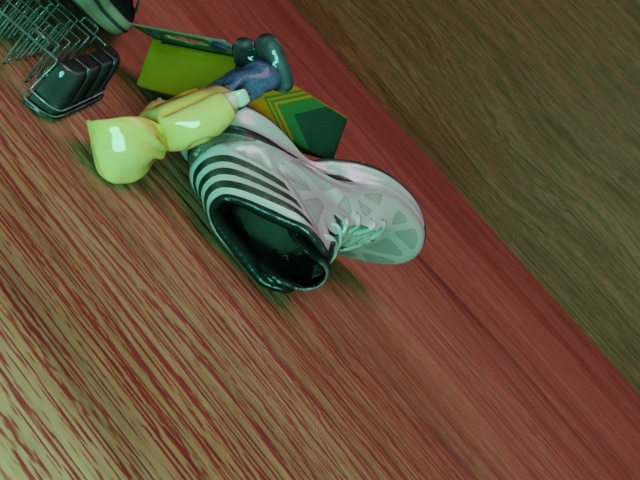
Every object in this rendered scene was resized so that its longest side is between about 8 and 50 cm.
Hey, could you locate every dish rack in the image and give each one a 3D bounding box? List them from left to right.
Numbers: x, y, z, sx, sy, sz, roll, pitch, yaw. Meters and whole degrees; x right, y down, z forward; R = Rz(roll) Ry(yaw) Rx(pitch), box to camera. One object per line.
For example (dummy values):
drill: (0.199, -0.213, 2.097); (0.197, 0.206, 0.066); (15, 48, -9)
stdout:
dish rack: (-0.376, -0.277, 1.115); (0.271, 0.074, 0.208); (42, 16, -8)

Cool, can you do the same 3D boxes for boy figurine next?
boy figurine: (-0.172, -0.162, 1.133); (0.177, 0.285, 0.092); (9, -55, 50)

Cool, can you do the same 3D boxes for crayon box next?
crayon box: (-0.130, -0.222, 1.402); (0.203, 0.083, 0.323); (19, -2, 35)

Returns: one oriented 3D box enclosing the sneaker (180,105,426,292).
sneaker: (-0.001, 0.000, 1.298); (0.447, 0.169, 0.258); (24, 36, -36)

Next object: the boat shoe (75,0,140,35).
boat shoe: (-0.315, -0.407, 1.282); (0.186, 0.156, 0.500); (40, 0, -10)
